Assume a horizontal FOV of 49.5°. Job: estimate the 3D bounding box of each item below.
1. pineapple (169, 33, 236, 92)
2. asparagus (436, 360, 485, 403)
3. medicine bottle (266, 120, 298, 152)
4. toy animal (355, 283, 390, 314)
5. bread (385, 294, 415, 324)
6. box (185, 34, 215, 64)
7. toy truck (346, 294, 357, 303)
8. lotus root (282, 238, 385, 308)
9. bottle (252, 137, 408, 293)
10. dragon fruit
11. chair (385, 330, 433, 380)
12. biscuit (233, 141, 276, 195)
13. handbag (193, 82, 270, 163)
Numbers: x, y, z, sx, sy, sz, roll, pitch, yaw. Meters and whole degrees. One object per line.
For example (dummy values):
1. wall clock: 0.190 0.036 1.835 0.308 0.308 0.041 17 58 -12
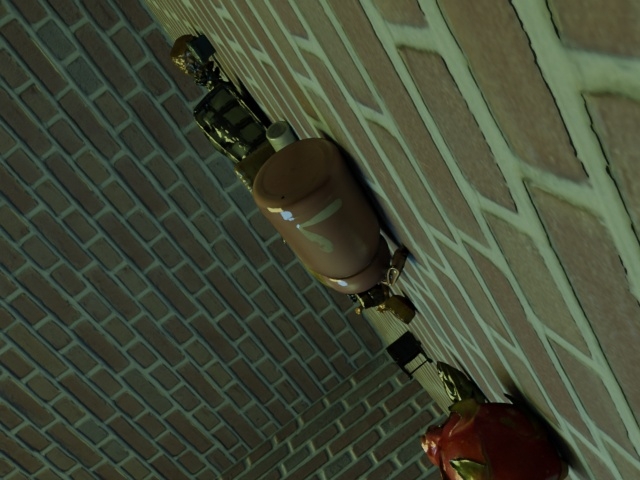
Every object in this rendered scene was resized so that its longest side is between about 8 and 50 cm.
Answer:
1. pineapple: -0.347 -0.507 2.097 0.237 0.111 0.119 44 -144 -42
2. asparagus: 0.378 0.409 1.701 0.287 0.080 0.080 50 177 6
3. medicine bottle: -0.056 -0.186 1.652 0.059 0.059 0.231 51 176 42
4. toy animal: 0.121 0.096 2.045 0.255 0.116 0.114 58 136 21
5. bread: 0.209 0.173 1.776 0.085 0.053 0.085 41 176 3
6. box: -0.333 -0.536 1.937 0.074 0.054 0.099 53 178 -22
7. toy truck: 0.152 0.208 2.790 0.049 0.083 0.054 53 -168 -8
8. lotus root: 0.040 0.025 1.570 0.310 0.183 0.183 51 176 30
9. bottle: 0.030 -0.026 1.257 0.206 0.173 0.297 5 143 38
10. dragon fruit: 0.308 0.385 1.233 0.227 0.224 0.224 44 172 39
11. chair: 0.283 0.371 2.389 0.113 0.106 0.229 54 176 -23
12. biscuit: -0.065 -0.096 1.742 0.325 0.044 0.217 53 -138 -6
13. handbag: -0.198 -0.274 2.009 0.327 0.162 0.325 45 180 0
